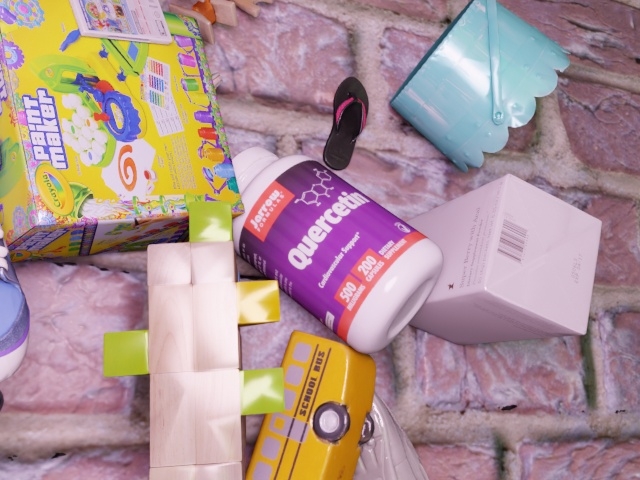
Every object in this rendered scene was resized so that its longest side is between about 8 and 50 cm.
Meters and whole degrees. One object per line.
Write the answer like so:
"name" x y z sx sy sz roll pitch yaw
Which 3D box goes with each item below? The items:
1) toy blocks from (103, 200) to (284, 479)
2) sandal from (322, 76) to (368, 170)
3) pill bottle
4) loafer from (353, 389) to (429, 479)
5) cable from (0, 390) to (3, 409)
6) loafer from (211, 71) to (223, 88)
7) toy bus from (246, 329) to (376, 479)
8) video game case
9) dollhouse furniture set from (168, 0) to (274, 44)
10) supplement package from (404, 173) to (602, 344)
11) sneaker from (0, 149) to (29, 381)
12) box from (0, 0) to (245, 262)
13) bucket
"toy blocks" -0.148 0.170 0.791 0.191 0.261 0.381 -2 77 -6
"sandal" 0.051 -0.206 1.078 0.067 0.040 0.179 19 70 -17
"pill bottle" 0.000 0.000 0.883 0.323 0.181 0.181 37 63 21
"loafer" 0.096 0.340 0.940 0.111 0.112 0.319 0 65 -63
"cable" -0.484 0.213 0.754 0.151 0.047 0.184 36 69 -6
"loafer" -0.200 -0.216 0.980 0.125 0.045 0.039 -43 113 -19
"toy bus" -0.020 0.303 0.852 0.108 0.130 0.332 38 67 -58
"video game case" -0.247 -0.285 0.760 0.122 0.011 0.087 -13 80 -48
"dollhouse furniture set" -0.151 -0.484 0.963 0.135 0.259 0.262 29 62 22
"supplement package" 0.247 0.047 0.958 0.175 0.293 0.177 23 70 -17
"sneaker" -0.371 -0.041 0.602 0.130 0.236 0.323 -8 38 -38
"box" -0.286 -0.140 0.797 0.279 0.177 0.289 -5 78 -47
"bucket" 0.263 -0.274 1.066 0.183 0.281 0.281 38 66 -6
